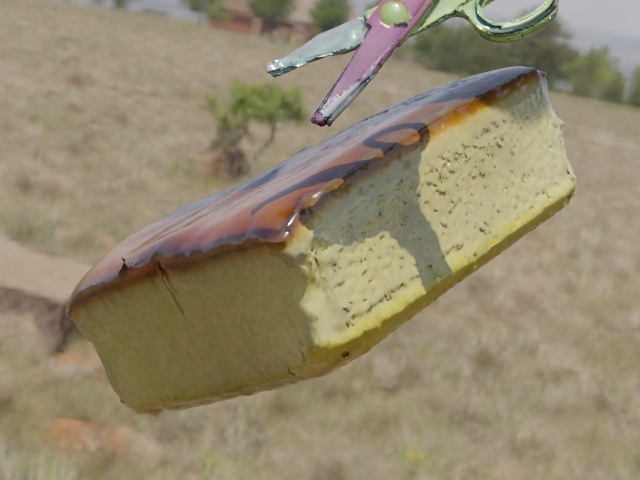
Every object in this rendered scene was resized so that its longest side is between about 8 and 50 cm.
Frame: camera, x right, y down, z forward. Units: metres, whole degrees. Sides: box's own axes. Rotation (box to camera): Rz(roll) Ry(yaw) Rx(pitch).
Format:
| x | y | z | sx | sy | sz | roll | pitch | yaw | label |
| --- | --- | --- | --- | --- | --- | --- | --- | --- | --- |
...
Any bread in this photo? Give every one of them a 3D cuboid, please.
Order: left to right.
| x | y | z | sx | sy | sz | roll | pitch | yaw | label |
| --- | --- | --- | --- | --- | --- | --- | --- | --- | --- |
| 0.000 | 0.000 | 1.178 | 0.333 | 0.143 | 0.324 | -33 | 9 | -41 | bread |

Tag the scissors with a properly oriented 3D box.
| x | y | z | sx | sy | sz | roll | pitch | yaw | label |
| --- | --- | --- | --- | --- | --- | --- | --- | --- | --- |
| 0.053 | -0.148 | 0.959 | 0.133 | 0.187 | 0.020 | 50 | -9 | 19 | scissors |
